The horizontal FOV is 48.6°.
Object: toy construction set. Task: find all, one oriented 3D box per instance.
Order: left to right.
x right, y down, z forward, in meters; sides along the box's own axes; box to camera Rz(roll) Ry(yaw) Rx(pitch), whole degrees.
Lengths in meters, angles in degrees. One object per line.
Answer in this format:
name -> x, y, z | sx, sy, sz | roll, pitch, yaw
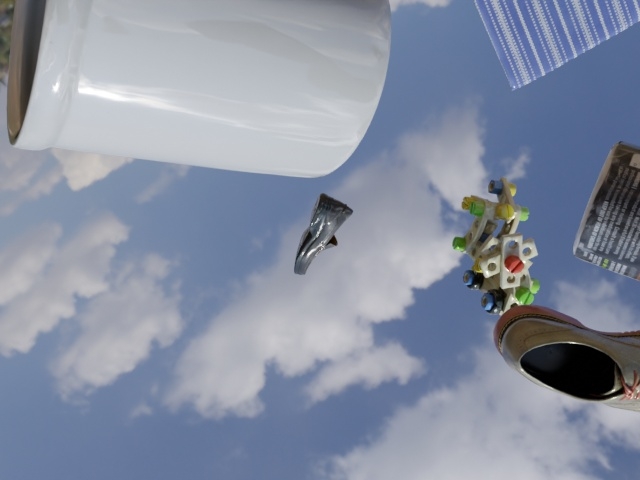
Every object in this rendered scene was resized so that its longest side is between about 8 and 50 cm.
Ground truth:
toy construction set -> 0.353, 0.020, 1.377 | 0.327, 0.151, 0.214 | -79, -177, -68

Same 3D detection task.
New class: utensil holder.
utensil holder -> -0.154, -0.247, 0.866 | 0.328, 0.386, 0.327 | -19, -112, 59

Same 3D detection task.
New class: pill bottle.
pill bottle -> 0.388, -0.001, 0.690 | 0.246, 0.130, 0.130 | 22, -121, 20

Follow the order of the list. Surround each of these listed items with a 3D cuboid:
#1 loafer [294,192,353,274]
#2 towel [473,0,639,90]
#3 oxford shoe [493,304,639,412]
loafer -> 0.000, 0.000, 1.202 | 0.062, 0.061, 0.170 | -80, -168, -49
towel -> 0.487, -0.486, 1.413 | 0.336, 0.243, 0.040 | -29, -156, 7
oxford shoe -> 0.408, 0.187, 0.946 | 0.130, 0.349, 0.122 | -68, 169, -74
